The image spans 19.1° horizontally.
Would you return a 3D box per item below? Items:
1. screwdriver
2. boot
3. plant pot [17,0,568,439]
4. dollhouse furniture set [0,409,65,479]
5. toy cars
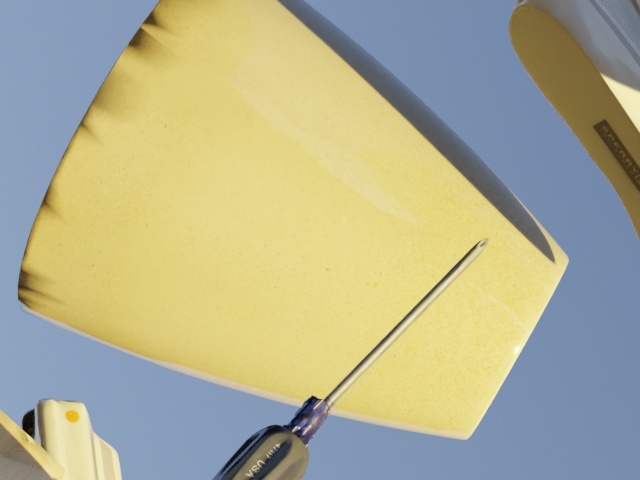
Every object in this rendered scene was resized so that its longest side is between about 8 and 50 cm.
[{"bbox_3d":[0.008,0.050,0.691,0.025,0.170,0.024,14,-42,37],"label":"screwdriver"},{"bbox_3d":[0.220,-0.056,1.025,0.258,0.123,0.095,56,-20,-7],"label":"boot"},{"bbox_3d":[0.000,0.000,1.150,0.274,0.256,0.256,30,-41,4],"label":"plant pot"},{"bbox_3d":[-0.297,0.217,0.875,0.362,0.394,0.256,44,-27,-8],"label":"dollhouse furniture set"},{"bbox_3d":[-0.166,0.284,1.304,0.176,0.087,0.394,-137,-132,-68],"label":"toy cars"}]
